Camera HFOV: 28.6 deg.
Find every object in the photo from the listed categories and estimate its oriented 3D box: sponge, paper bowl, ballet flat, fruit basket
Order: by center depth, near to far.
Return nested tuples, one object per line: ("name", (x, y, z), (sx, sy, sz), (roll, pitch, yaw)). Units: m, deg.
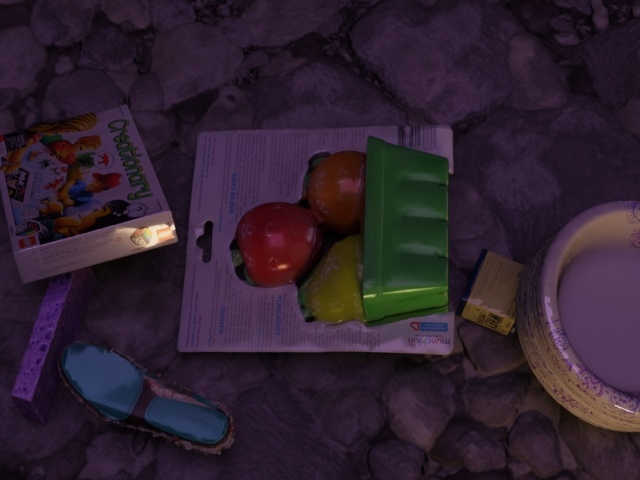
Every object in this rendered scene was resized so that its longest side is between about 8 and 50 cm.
("ballet flat", (-0.218, 0.204, 1.562), (0.241, 0.077, 0.091), (28, 71, 5))
("sponge", (-0.332, 0.117, 1.573), (0.031, 0.117, 0.210), (14, 66, 4))
("paper bowl", (0.384, 0.102, 1.596), (0.284, 0.148, 0.284), (4, 70, -12))
("fruit basket", (0.000, 0.000, 1.653), (0.353, 0.165, 0.327), (-4, 65, 12))

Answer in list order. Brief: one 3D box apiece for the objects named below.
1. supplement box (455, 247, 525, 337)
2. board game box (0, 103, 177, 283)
("supplement box", (0.235, 0.070, 1.665), (0.083, 0.056, 0.083), (22, 66, 6))
("board game box", (-0.310, -0.068, 1.611), (0.193, 0.053, 0.305), (-16, 35, -11))
